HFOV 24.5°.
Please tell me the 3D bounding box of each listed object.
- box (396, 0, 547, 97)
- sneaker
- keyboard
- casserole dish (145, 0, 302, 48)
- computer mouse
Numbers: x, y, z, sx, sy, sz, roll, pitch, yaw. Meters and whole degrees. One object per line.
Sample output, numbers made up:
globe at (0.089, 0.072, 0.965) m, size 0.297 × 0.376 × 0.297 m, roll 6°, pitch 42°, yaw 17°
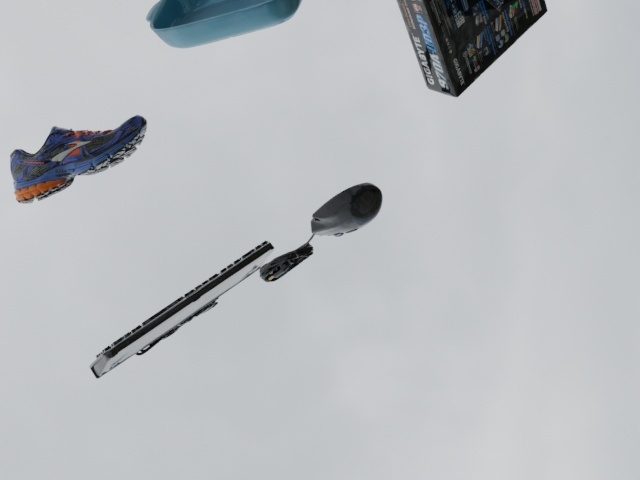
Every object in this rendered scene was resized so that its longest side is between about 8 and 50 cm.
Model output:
box at (0.163, -0.299, 1.660) m, size 0.175 × 0.051 × 0.220 m, roll -45°, pitch -47°, yaw -22°
sneaker at (-0.352, -0.132, 2.112) m, size 0.083 × 0.221 × 0.087 m, roll -25°, pitch -90°, yaw -87°
keyboard at (-0.210, 0.105, 2.194) m, size 0.317 × 0.201 × 0.033 m, roll -34°, pitch -98°, yaw -25°
casserole dish at (-0.089, -0.244, 1.520) m, size 0.114 × 0.188 × 0.037 m, roll -73°, pitch -34°, yaw -52°
computer mouse at (0.000, 0.000, 1.866) m, size 0.071 × 0.242 × 0.041 m, roll -11°, pitch -111°, yaw -41°
